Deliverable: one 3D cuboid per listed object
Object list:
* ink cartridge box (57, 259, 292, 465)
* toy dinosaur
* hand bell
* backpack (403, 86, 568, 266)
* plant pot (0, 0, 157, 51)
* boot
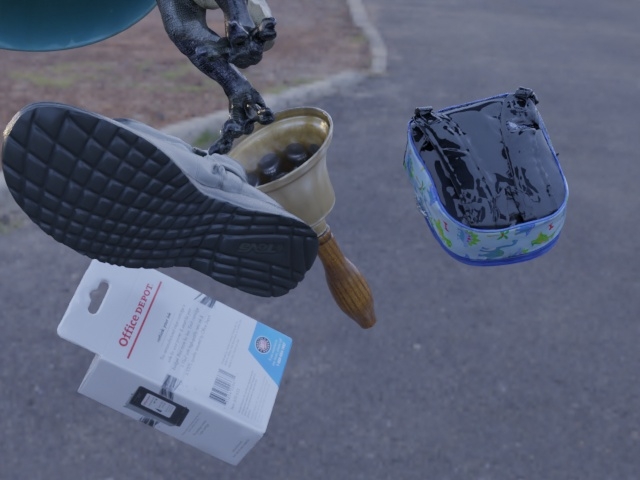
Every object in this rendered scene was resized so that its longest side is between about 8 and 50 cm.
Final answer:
[{"bbox_3d":[-0.123,0.093,0.908,0.180,0.060,0.104,28,45,-10],"label":"ink cartridge box"},{"bbox_3d":[-0.054,-0.115,0.528,0.064,0.118,0.268,-24,-23,8],"label":"toy dinosaur"},{"bbox_3d":[0.000,0.000,1.115,0.126,0.242,0.126,-19,35,14],"label":"hand bell"},{"bbox_3d":[0.119,-0.036,0.790,0.105,0.084,0.114,-12,53,-7],"label":"backpack"},{"bbox_3d":[-0.283,-0.366,1.067,0.293,0.293,0.235,-1,57,-8],"label":"plant pot"},{"bbox_3d":[-0.127,-0.043,0.775,0.246,0.083,0.161,25,11,-39],"label":"boot"}]
